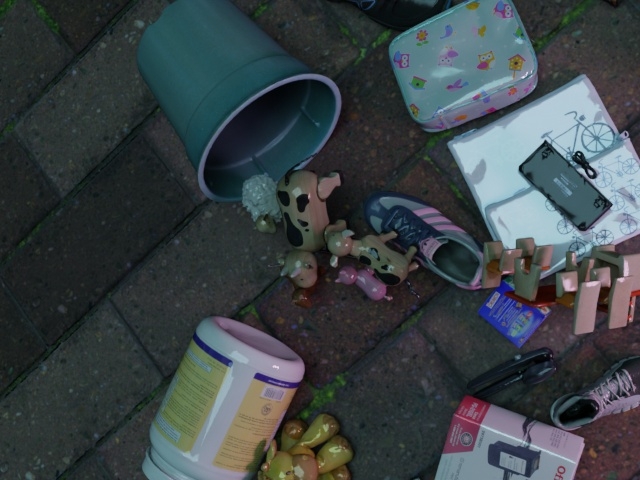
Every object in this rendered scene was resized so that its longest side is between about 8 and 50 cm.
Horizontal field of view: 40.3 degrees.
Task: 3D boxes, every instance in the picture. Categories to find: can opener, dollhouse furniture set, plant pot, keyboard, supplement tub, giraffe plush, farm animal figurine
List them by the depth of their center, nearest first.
[{"bbox_3d":[0.455,0.091,1.569,0.262,0.259,0.135,29,120,59],"label":"dollhouse furniture set"},{"bbox_3d":[0.479,-0.115,1.672,0.108,0.023,0.180,-47,74,16],"label":"keyboard"},{"bbox_3d":[0.370,0.258,1.692,0.186,0.073,0.059,-23,86,24],"label":"can opener"},{"bbox_3d":[0.000,0.000,1.695,0.330,0.172,0.327,-16,99,40],"label":"farm animal figurine"},{"bbox_3d":[-0.051,0.453,1.748,0.210,0.170,0.181,-31,77,13],"label":"giraffe plush"},{"bbox_3d":[-0.201,0.347,1.770,0.241,0.241,0.331,27,94,18],"label":"supplement tub"},{"bbox_3d":[-0.191,-0.312,1.802,0.341,0.341,0.334,-44,66,9],"label":"plant pot"}]

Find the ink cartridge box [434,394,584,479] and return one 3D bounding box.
[{"bbox_3d":[0.352,0.421,1.636,0.237,0.100,0.172,19,110,18],"label":"ink cartridge box"}]

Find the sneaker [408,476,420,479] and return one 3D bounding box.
[{"bbox_3d":[0.138,0.566,1.725,0.208,0.081,0.094,-42,77,10],"label":"sneaker"}]

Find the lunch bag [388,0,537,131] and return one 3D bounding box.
[{"bbox_3d":[0.289,-0.361,1.748,0.279,0.108,0.224,-22,74,13],"label":"lunch bag"}]

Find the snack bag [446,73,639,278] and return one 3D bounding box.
[{"bbox_3d":[0.459,-0.123,1.709,0.323,0.037,0.343,-26,77,14],"label":"snack bag"}]

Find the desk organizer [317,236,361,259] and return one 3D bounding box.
[{"bbox_3d":[0.034,0.008,1.826,0.130,0.050,0.047,10,88,19],"label":"desk organizer"}]

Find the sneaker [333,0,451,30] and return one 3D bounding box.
[{"bbox_3d":[0.103,-0.531,1.808,0.340,0.139,0.125,19,89,17],"label":"sneaker"}]

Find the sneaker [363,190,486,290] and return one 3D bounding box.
[{"bbox_3d":[0.210,-0.007,1.725,0.319,0.131,0.112,29,102,19],"label":"sneaker"}]

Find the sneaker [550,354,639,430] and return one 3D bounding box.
[{"bbox_3d":[0.528,0.288,1.597,0.228,0.132,0.086,-34,76,12],"label":"sneaker"}]

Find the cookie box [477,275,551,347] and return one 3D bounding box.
[{"bbox_3d":[0.377,0.138,1.694,0.107,0.040,0.092,42,120,17],"label":"cookie box"}]

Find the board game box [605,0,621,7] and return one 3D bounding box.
[{"bbox_3d":[0.556,-0.565,1.713,0.170,0.048,0.141,40,99,18],"label":"board game box"}]
